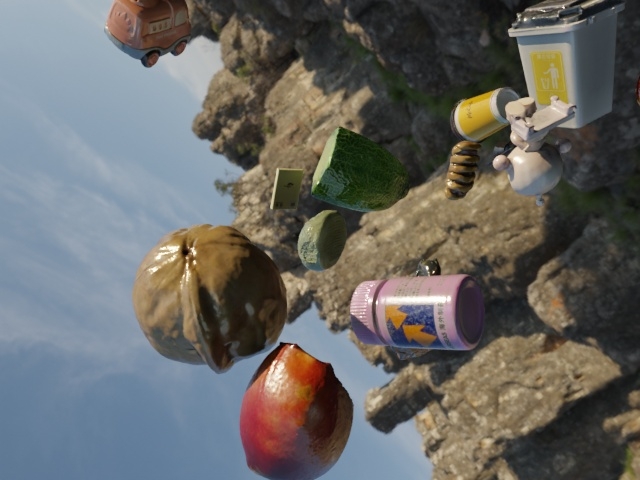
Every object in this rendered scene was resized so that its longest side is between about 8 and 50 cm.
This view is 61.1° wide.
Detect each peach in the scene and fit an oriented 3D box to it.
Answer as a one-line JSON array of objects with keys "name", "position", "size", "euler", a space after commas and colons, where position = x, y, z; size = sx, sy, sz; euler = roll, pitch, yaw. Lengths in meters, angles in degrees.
[{"name": "peach", "position": [-0.054, 0.379, 1.244], "size": [0.281, 0.338, 0.281], "euler": [10, -164, -3]}]

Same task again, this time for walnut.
[{"name": "walnut", "position": [-0.260, 0.141, 1.303], "size": [0.381, 0.381, 0.381], "euler": [47, -169, -12]}]

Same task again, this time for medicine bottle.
[{"name": "medicine bottle", "position": [0.236, 0.177, 1.340], "size": [0.178, 0.291, 0.178], "euler": [11, -103, -52]}]

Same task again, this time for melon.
[{"name": "melon", "position": [0.134, -0.170, 1.478], "size": [0.323, 0.196, 0.124], "euler": [17, -163, -31]}]

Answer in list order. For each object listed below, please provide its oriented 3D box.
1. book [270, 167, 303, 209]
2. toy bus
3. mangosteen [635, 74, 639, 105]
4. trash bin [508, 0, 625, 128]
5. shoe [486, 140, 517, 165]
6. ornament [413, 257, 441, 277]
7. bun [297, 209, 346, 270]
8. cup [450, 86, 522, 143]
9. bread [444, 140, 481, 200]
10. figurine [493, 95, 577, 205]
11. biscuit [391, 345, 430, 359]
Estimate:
[{"name": "book", "position": [-0.088, -0.134, 1.420], "size": [0.077, 0.111, 0.014], "euler": [-3, -155, -35]}, {"name": "toy bus", "position": [-0.556, -0.727, 1.767], "size": [0.194, 0.232, 0.288], "euler": [38, -132, 8]}, {"name": "mangosteen", "position": [0.899, -0.380, 1.339], "size": [0.192, 0.192, 0.217], "euler": [48, -156, -9]}, {"name": "trash bin", "position": [0.774, -0.554, 1.663], "size": [0.256, 0.296, 0.367], "euler": [25, 138, 56]}, {"name": "shoe", "position": [0.579, -0.289, 1.751], "size": [0.053, 0.062, 0.159], "euler": [60, 159, 7]}, {"name": "ornament", "position": [0.338, 0.146, 1.519], "size": [0.080, 0.202, 0.236], "euler": [26, 170, -19]}, {"name": "bun", "position": [0.002, -0.001, 1.798], "size": [0.108, 0.221, 0.221], "euler": [11, 171, 27]}, {"name": "cup", "position": [0.655, -0.498, 2.148], "size": [0.196, 0.196, 0.280], "euler": [47, 162, -12]}, {"name": "bread", "position": [0.543, -0.265, 2.054], "size": [0.134, 0.225, 0.081], "euler": [-15, -150, -41]}, {"name": "figurine", "position": [0.526, -0.209, 1.310], "size": [0.144, 0.182, 0.256], "euler": [30, 149, 45]}, {"name": "biscuit", "position": [0.380, 0.336, 1.981], "size": [0.049, 0.273, 0.257], "euler": [59, 174, 43]}]
